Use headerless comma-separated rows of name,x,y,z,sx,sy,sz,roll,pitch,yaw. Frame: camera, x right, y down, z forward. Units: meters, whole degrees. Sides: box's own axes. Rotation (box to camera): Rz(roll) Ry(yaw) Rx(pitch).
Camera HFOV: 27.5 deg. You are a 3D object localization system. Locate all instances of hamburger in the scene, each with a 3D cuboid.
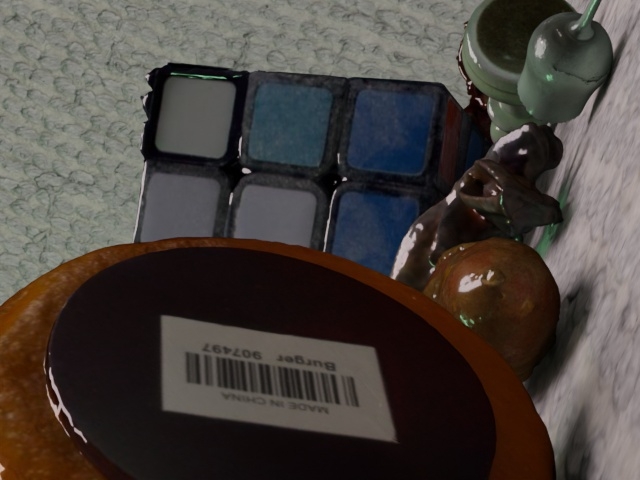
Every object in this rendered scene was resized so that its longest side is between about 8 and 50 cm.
hamburger,-0.045,0.167,0.708,0.330,0.330,0.250,-65,-6,-61

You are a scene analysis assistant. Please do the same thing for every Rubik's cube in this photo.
Rubik's cube,0.000,0.000,1.547,0.359,0.363,0.362,32,-114,-74

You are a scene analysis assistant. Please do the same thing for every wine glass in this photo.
wine glass,0.231,-0.186,1.157,0.195,0.079,0.079,106,-176,-59

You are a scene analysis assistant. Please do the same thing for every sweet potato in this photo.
sweet potato,0.125,0.063,1.012,0.385,0.109,0.109,57,-127,-81

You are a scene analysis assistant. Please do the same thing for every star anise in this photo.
star anise,0.158,-0.013,1.239,0.198,0.110,0.257,-41,-10,-43
star anise,0.243,-0.194,1.753,0.190,0.126,0.220,15,-110,-60

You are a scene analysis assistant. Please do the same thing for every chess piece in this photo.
chess piece,0.239,-0.169,1.548,0.272,0.139,0.139,75,-147,-63
